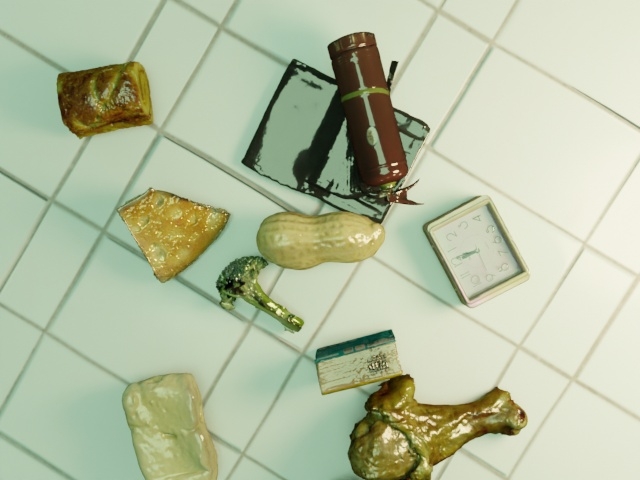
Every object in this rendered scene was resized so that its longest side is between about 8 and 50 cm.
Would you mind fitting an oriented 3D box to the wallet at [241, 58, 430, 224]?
[{"bbox_3d":[0.030,-0.195,1.331,0.323,0.041,0.247,27,92,4],"label":"wallet"}]

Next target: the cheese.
[{"bbox_3d":[-0.303,0.406,1.347,0.159,0.093,0.263,-12,93,7],"label":"cheese"}]

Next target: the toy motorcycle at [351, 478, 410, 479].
[{"bbox_3d":[0.164,0.606,1.311,0.221,0.148,0.326,-37,88,26],"label":"toy motorcycle"}]

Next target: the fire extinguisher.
[{"bbox_3d":[0.113,-0.223,1.256,0.141,0.105,0.341,-15,90,-4],"label":"fire extinguisher"}]

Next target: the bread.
[{"bbox_3d":[-0.436,-0.288,1.320,0.172,0.103,0.132,-9,88,6],"label":"bread"}]

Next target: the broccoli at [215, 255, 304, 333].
[{"bbox_3d":[-0.119,0.117,1.329,0.204,0.118,0.122,44,69,-15],"label":"broccoli"}]

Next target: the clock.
[{"bbox_3d":[0.310,0.022,1.306,0.147,0.071,0.192,-27,91,4],"label":"clock"}]

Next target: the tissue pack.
[{"bbox_3d":[0.076,0.243,1.303,0.169,0.120,0.082,-15,92,2],"label":"tissue pack"}]

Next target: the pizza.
[{"bbox_3d":[-0.299,-0.040,1.342,0.204,0.080,0.188,-34,113,-6],"label":"pizza"}]

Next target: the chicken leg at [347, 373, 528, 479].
[{"bbox_3d":[0.213,0.361,1.306,0.361,0.140,0.212,-22,77,-18],"label":"chicken leg"}]

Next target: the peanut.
[{"bbox_3d":[0.000,0.000,1.305,0.256,0.123,0.124,-1,92,-5],"label":"peanut"}]
